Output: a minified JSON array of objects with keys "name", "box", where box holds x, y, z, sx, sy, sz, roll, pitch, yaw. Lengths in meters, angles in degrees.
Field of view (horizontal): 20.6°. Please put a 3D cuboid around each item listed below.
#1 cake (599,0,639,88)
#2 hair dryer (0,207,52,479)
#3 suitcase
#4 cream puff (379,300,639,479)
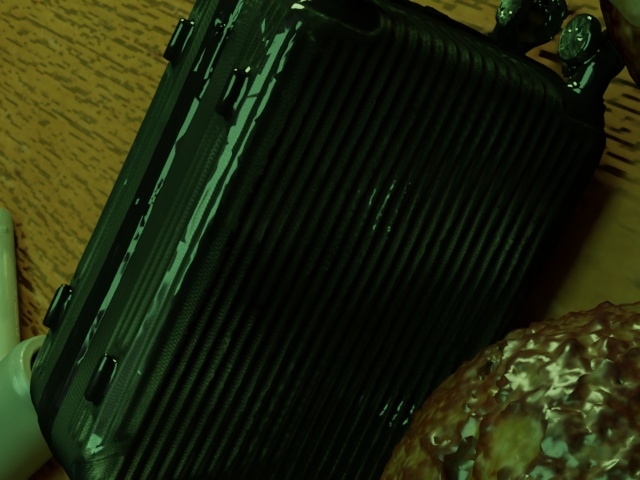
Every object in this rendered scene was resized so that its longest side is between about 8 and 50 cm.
[{"name":"cake","box":[0.196,-0.161,0.689,0.293,0.198,0.196,-55,45,24]},{"name":"hair dryer","box":[-0.217,0.061,1.227,0.131,0.073,0.236,-42,39,31]},{"name":"suitcase","box":[0.000,0.000,0.864,0.312,0.202,0.128,-65,29,12]},{"name":"cream puff","box":[0.108,0.144,0.717,0.240,0.164,0.240,-14,70,43]}]
